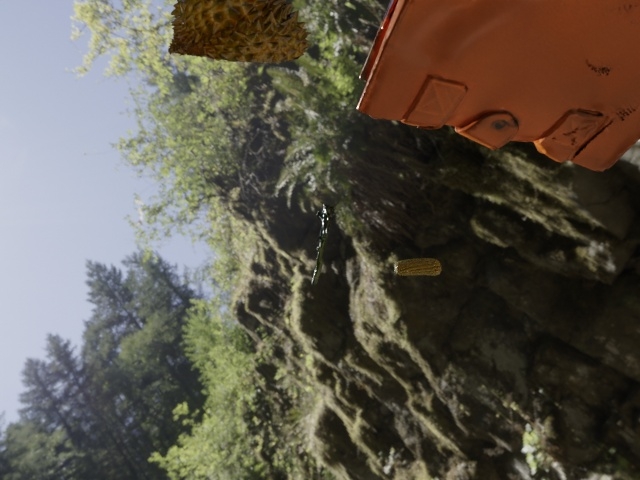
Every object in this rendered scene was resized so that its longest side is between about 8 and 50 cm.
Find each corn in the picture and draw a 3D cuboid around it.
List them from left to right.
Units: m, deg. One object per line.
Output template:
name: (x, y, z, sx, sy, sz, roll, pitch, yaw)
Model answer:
corn: (0.194, 0.054, 1.110, 0.092, 0.037, 0.037, -4, -39, 4)

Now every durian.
durian: (-0.126, -0.383, 0.951, 0.250, 0.183, 0.138, -14, -61, -36)

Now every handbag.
handbag: (0.280, -0.245, 0.732, 0.410, 0.116, 0.303, 11, -36, -10)

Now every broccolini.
broccolini: (-0.002, 0.009, 1.778, 0.123, 0.062, 0.271, -58, -20, -75)
